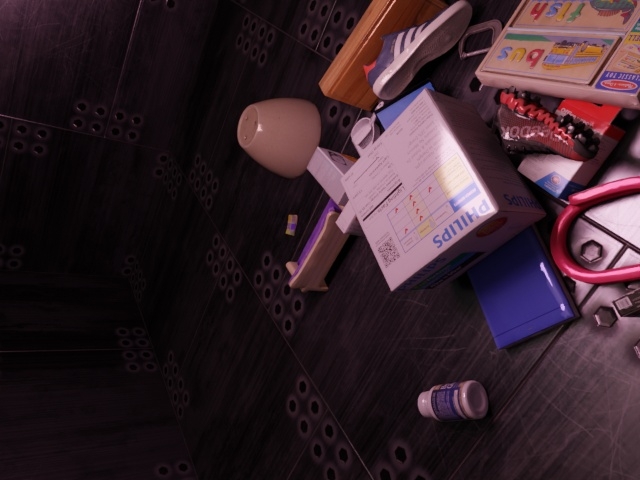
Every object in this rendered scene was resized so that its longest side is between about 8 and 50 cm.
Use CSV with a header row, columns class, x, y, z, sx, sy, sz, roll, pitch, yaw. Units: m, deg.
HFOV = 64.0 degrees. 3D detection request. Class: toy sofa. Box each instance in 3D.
class,x,y,z,sx,sy,sz,roll,pitch,yaw
toy sofa,0.000,0.000,1.776,0.150,0.177,0.362,54,126,42

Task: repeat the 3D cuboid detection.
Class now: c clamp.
class,x,y,z,sx,sy,sz,roll,pitch,yaw
c clamp,0.443,-0.541,1.419,0.161,0.022,0.137,17,97,53

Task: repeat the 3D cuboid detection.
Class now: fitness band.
class,x,y,z,sx,sy,sz,roll,pitch,yaw
fitness band,0.625,-0.018,1.073,0.291,0.054,0.208,-21,70,50

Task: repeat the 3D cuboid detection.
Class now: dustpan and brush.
class,x,y,z,sx,sy,sz,roll,pitch,yaw
dustpan and brush,0.165,-0.376,1.719,0.211,0.060,0.147,-50,48,35

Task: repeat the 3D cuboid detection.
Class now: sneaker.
class,x,y,z,sx,sy,sz,roll,pitch,yaw
sneaker,0.267,-0.581,1.489,0.350,0.131,0.148,-39,61,18
sneaker,0.481,-0.229,1.127,0.276,0.098,0.135,54,130,44

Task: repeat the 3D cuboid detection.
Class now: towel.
class,x,y,z,sx,sy,sz,roll,pitch,yaw
towel,-0.118,-0.065,2.076,0.060,0.010,0.083,14,95,52

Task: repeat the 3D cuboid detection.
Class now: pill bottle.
class,x,y,z,sx,sy,sz,roll,pitch,yaw
pill bottle,0.338,0.420,1.329,0.169,0.094,0.094,-28,63,47

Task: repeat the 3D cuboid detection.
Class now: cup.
class,x,y,z,sx,sy,sz,roll,pitch,yaw
cup,-0.189,-0.428,2.047,0.331,0.237,0.330,-11,76,51

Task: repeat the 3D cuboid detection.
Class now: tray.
class,x,y,z,sx,sy,sz,roll,pitch,yaw
tray,0.192,-0.607,1.609,0.411,0.203,0.076,-51,48,35

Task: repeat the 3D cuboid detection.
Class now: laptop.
class,x,y,z,sx,sy,sz,roll,pitch,yaw
laptop,0.265,-0.292,1.507,0.234,0.137,0.264,-21,50,50

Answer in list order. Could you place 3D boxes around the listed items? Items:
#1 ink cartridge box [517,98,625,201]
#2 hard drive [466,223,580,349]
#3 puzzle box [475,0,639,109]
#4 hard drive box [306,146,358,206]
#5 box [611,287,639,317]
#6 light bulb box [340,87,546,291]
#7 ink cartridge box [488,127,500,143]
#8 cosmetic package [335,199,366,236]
class,x,y,z,sx,sy,sz,roll,pitch,yaw
ink cartridge box,0.572,-0.219,1.149,0.231,0.078,0.134,-62,41,25
hard drive,0.468,0.080,1.263,0.210,0.040,0.318,-41,54,41
puzzle box,0.576,-0.444,1.135,0.409,0.052,0.272,33,91,50
hard drive box,0.090,-0.199,1.691,0.089,0.181,0.232,-60,43,25
box,0.666,0.084,0.946,0.207,0.114,0.036,-43,53,41
light bulb box,0.287,-0.112,1.291,0.358,0.225,0.360,-45,57,39
ink cartridge box,0.434,-0.257,1.376,0.083,0.028,0.048,-41,53,41
cosmetic package,0.170,-0.058,1.512,0.060,0.239,0.098,54,126,43
